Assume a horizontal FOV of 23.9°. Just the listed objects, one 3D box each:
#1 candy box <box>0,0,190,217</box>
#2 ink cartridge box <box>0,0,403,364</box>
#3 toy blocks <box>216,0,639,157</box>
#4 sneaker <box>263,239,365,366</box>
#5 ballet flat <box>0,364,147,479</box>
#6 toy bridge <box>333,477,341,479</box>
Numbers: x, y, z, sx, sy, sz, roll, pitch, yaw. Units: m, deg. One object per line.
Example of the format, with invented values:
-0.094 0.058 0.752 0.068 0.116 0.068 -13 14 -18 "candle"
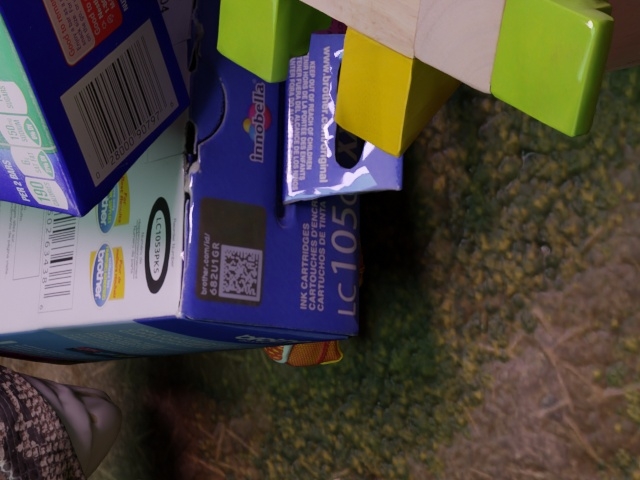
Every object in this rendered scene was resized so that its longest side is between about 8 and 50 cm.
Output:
-0.260 -0.171 0.849 0.317 0.122 0.268 12 135 33 "candy box"
-0.112 -0.060 1.019 0.395 0.151 0.270 -9 76 49 "ink cartridge box"
0.089 -0.185 0.763 0.381 0.261 0.190 35 128 42 "toy blocks"
0.000 0.000 1.047 0.064 0.067 0.175 20 101 55 "sneaker"
-0.203 0.232 1.190 0.164 0.182 0.482 7 128 43 "ballet flat"
0.061 0.243 1.050 0.188 0.063 0.026 55 134 20 "toy bridge"
